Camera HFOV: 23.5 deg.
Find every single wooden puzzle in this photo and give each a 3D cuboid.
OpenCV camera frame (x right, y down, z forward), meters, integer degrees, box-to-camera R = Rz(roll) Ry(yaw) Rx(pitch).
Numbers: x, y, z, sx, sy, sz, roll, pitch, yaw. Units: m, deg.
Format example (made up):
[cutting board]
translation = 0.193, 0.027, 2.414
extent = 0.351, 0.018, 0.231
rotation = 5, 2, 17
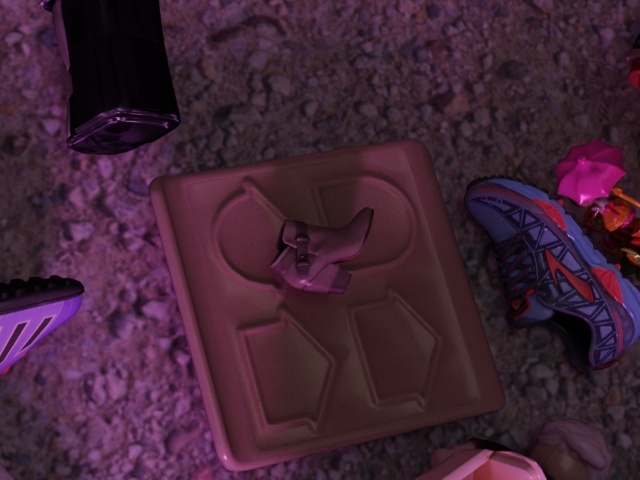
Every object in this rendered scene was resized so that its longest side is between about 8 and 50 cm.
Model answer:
[wooden puzzle]
translation = 0.004, 0.066, 1.656
extent = 0.348, 0.080, 0.322
rotation = -9, 74, -26

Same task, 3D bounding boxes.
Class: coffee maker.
[coffee maker]
translation = -0.217, -0.198, 1.623
extent = 0.120, 0.171, 0.178
rotation = -6, 73, -23

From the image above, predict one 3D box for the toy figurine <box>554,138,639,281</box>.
[toy figurine]
translation = 0.331, -0.045, 1.737
extent = 0.159, 0.173, 0.130
rotation = 36, 68, -8

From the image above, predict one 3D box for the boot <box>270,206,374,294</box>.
[boot]
translation = 0.000, 0.000, 1.610
extent = 0.087, 0.042, 0.118
rotation = 25, 62, -9

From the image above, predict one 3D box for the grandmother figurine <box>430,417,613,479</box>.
[grandmother figurine]
translation = 0.181, 0.299, 1.616
extent = 0.342, 0.104, 0.208
rotation = -35, 109, -29

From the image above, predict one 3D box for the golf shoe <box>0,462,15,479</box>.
[golf shoe]
translation = -0.282, 0.311, 1.459
extent = 0.115, 0.140, 0.306
rotation = -39, 72, 18

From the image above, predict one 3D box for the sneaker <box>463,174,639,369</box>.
[sneaker]
translation = 0.251, 0.038, 1.727
extent = 0.262, 0.104, 0.125
rotation = 44, 66, 1

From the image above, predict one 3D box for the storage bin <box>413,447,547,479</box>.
[storage bin]
translation = 0.129, 0.370, 1.458
extent = 0.262, 0.123, 0.260
rotation = -30, 98, -26

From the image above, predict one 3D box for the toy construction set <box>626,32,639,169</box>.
[toy construction set]
translation = 0.502, -0.188, 1.870
extent = 0.257, 0.237, 0.309
rotation = -10, 56, 11

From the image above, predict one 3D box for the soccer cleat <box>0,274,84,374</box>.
[soccer cleat]
translation = -0.371, 0.124, 1.505
extent = 0.318, 0.108, 0.116
rotation = -22, 101, -27
